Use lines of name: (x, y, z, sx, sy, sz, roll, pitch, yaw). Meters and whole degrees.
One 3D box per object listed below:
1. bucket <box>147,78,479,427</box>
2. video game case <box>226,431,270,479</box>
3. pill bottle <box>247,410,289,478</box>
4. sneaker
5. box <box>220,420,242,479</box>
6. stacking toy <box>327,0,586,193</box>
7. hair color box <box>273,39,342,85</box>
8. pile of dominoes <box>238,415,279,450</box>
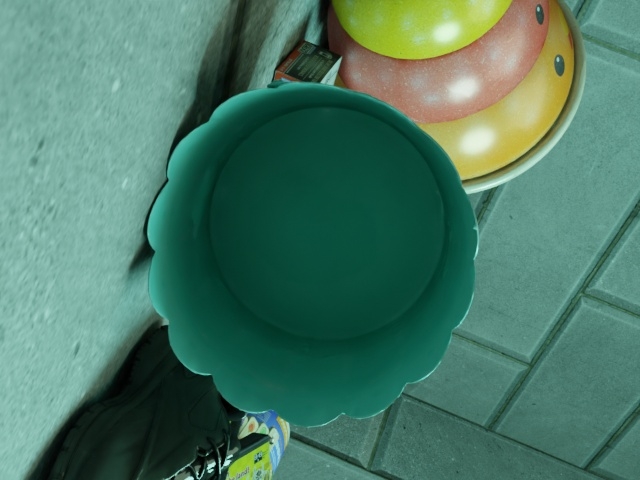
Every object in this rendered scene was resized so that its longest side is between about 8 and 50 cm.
bucket: (0.000, 0.000, 0.718, 0.183, 0.281, 0.281, -64, 175, -78)
video game case: (-0.150, 0.425, 1.122, 0.275, 0.035, 0.248, -12, 101, -61)
pill bottle: (-0.139, 0.360, 1.459, 0.272, 0.152, 0.152, -50, 162, -74)
sneaker: (-0.143, 0.185, 0.712, 0.286, 0.130, 0.109, -59, 172, -54)
box: (-0.146, 0.227, 0.895, 0.190, 0.045, 0.184, -47, -159, 35)
stacking toy: (0.121, -0.278, 0.916, 0.350, 0.350, 0.480, -67, 159, -9)
hair color box: (-0.032, -0.135, 0.950, 0.093, 0.053, 0.167, -60, 172, -51)
pile of dominoes: (-0.145, 0.342, 1.203, 0.251, 0.040, 0.196, 45, 61, -49)
